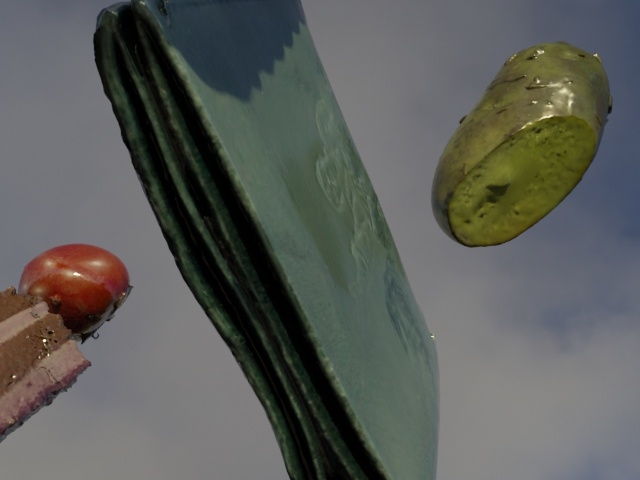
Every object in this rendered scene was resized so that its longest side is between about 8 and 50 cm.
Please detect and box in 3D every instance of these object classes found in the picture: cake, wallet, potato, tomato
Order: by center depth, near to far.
[{"bbox_3d":[-0.001,0.001,0.453,0.054,0.251,0.291,-21,-79,16],"label":"wallet"},{"bbox_3d":[-0.332,0.148,0.683,0.116,0.295,0.113,48,-47,2],"label":"cake"},{"bbox_3d":[0.237,-0.110,0.955,0.141,0.298,0.176,40,-18,-18],"label":"potato"},{"bbox_3d":[-0.376,0.076,1.229,0.167,0.167,0.167,2,-50,2],"label":"tomato"}]
